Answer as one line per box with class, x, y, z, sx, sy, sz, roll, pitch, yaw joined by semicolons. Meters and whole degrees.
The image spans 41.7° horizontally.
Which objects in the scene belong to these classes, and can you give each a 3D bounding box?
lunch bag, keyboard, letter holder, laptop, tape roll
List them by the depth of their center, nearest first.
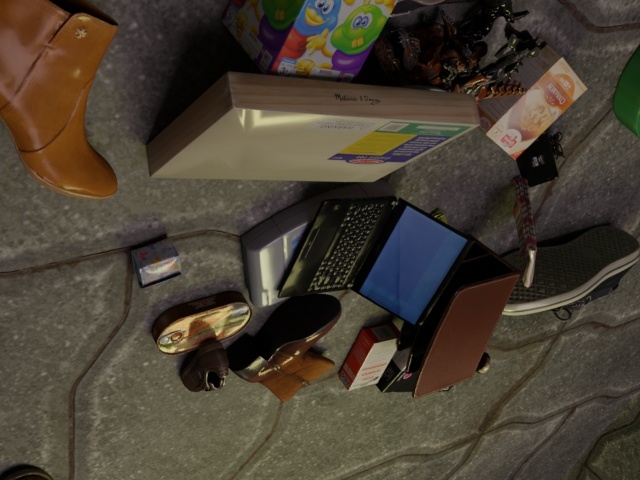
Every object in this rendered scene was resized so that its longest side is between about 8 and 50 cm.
lunch bag;-0.263;0.043;1.360;0.071;0.053;0.083;-20;151;-20
laptop;0.096;0.050;1.508;0.264;0.136;0.234;-4;134;-37
keyboard;0.453;-0.181;1.736;0.100;0.038;0.192;-17;149;14
tape roll;0.763;-0.351;1.748;0.321;0.077;0.321;-23;143;-19
letter holder;0.259;0.167;1.807;0.214;0.152;0.302;-13;131;-40

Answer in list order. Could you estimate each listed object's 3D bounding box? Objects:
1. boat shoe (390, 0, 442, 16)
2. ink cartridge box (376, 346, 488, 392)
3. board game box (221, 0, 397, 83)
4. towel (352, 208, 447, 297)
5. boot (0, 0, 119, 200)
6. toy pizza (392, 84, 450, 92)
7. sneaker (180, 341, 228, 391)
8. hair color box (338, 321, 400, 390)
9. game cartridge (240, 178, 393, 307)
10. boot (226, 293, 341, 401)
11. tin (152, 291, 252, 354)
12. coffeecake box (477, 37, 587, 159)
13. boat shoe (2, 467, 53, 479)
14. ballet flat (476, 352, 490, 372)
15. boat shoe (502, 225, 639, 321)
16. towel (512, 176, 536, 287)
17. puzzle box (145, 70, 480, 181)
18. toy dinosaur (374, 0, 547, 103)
boat shoe;0.109;-0.361;1.212;0.206;0.075;0.065;-22;-174;-28
ink cartridge box;0.306;0.311;2.155;0.371;0.069;0.176;8;127;-48
board game box;0.013;-0.347;1.054;0.144;0.142;0.275;0;132;-40
towel;0.165;0.031;1.738;0.237;0.021;0.102;-36;145;0
boot;-0.305;-0.178;1.018;0.211;0.104;0.295;-45;140;13
toy pizza;0.129;-0.190;1.354;0.201;0.032;0.201;-5;162;-2
sneaker;-0.221;0.264;1.612;0.066;0.071;0.188;-13;154;-26
hair color box;0.115;0.269;1.947;0.093;0.053;0.167;-8;135;-37
game cartridge;0.000;0.000;1.534;0.297;0.062;0.198;-23;148;-18
boot;-0.027;0.236;1.750;0.264;0.096;0.280;-39;146;4
tin;-0.217;0.152;1.541;0.189;0.040;0.106;-15;136;-28
coffeecake box;0.378;-0.255;1.539;0.185;0.068;0.142;-46;145;15
boat shoe;-0.562;0.564;1.670;0.110;0.104;0.307;-20;142;-21
ballet flat;0.435;0.330;2.236;0.057;0.049;0.173;-52;174;-1
boat shoe;0.579;0.100;2.034;0.500;0.187;0.156;-17;136;-33
towel;0.426;-0.017;1.766;0.029;0.197;0.144;-4;144;8
puzzle box;-0.010;-0.150;1.206;0.409;0.052;0.272;-2;166;-34
toy dinosaur;0.226;-0.293;1.339;0.218;0.164;0.322;-41;166;33
